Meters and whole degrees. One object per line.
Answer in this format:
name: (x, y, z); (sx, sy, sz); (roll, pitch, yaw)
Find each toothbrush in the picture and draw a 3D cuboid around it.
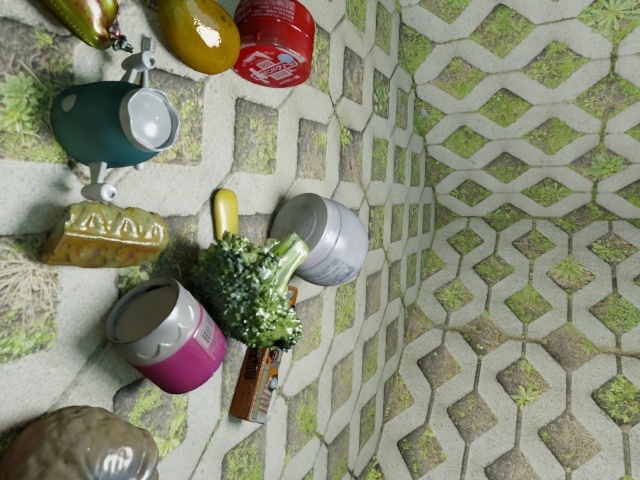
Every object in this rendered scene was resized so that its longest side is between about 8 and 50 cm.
toothbrush: (-0.371, -0.291, 0.875); (0.020, 0.025, 0.287); (5, 89, -61)

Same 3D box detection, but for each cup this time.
cup: (-0.357, -0.213, 0.755); (0.167, 0.173, 0.300); (32, 65, -59)

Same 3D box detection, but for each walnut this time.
walnut: (-0.399, 0.400, 0.678); (0.248, 0.248, 0.249); (-8, 100, -61)

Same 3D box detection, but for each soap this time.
soap: (-0.251, -0.053, 1.103); (0.089, 0.033, 0.169); (-7, 99, -59)

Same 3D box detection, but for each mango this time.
mango: (-0.273, -0.468, 0.925); (0.152, 0.120, 0.221); (-58, 150, 6)

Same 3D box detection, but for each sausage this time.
sausage: (-0.424, -0.435, 0.664); (0.317, 0.117, 0.125); (53, 12, -49)

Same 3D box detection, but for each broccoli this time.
broccoli: (-0.168, 0.125, 1.031); (0.317, 0.277, 0.339); (-24, 120, -51)

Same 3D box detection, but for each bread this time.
bread: (-0.388, -0.002, 0.781); (0.232, 0.088, 0.128); (2, 117, -63)

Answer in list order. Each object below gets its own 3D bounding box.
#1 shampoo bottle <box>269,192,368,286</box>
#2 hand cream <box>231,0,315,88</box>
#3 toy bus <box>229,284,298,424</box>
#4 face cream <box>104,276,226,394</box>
shampoo bottle: (0.000, 0.000, 1.316); (0.266, 0.272, 0.273); (35, 62, -45)
hand cream: (-0.127, -0.524, 1.097); (0.230, 0.230, 0.150); (14, 77, -61)
toy bus: (-0.161, 0.326, 1.238); (0.092, 0.093, 0.409); (37, 60, -48)
face cream: (-0.316, 0.197, 0.860); (0.175, 0.175, 0.195); (-62, 141, -38)
